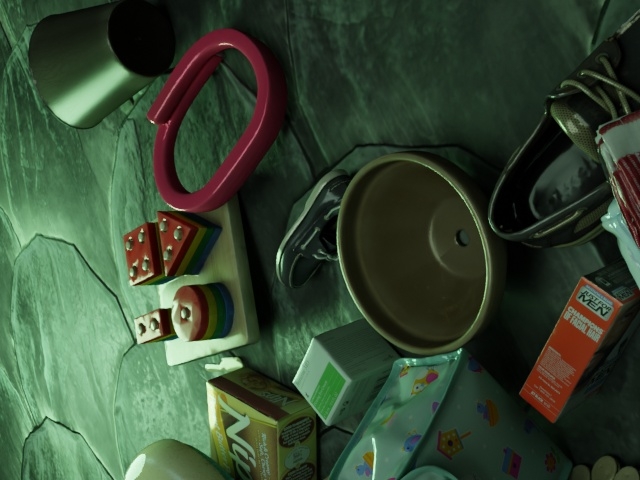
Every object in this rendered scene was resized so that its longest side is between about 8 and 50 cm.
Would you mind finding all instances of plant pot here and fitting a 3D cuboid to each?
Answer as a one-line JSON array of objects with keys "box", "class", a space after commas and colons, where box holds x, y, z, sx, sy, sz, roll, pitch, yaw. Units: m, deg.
[{"box": [0.138, 0.008, 1.057, 0.237, 0.110, 0.237, 16, 113, 44], "class": "plant pot"}]

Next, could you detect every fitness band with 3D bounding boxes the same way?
[{"box": [-0.161, -0.175, 1.333, 0.291, 0.054, 0.209, -51, 60, 26], "class": "fitness band"}]

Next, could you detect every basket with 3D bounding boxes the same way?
[{"box": [-0.357, -0.307, 1.479, 0.227, 0.154, 0.204, -10, 96, 45], "class": "basket"}]

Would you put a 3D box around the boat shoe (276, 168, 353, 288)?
[{"box": [0.000, 0.000, 1.234, 0.065, 0.075, 0.206, 49, 129, 30], "class": "boat shoe"}]

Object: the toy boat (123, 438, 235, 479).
[{"box": [-0.215, 0.479, 1.464, 0.268, 0.148, 0.318, 21, 111, 42], "class": "toy boat"}]

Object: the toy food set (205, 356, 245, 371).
[{"box": [-0.199, 0.137, 1.522, 0.132, 0.039, 0.192, -15, 91, 49], "class": "toy food set"}]

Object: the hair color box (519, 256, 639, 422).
[{"box": [0.283, 0.104, 0.939, 0.053, 0.093, 0.167, 40, 129, 32], "class": "hair color box"}]

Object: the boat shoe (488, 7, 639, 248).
[{"box": [0.283, -0.110, 0.842, 0.132, 0.130, 0.355, 50, 134, 25], "class": "boat shoe"}]

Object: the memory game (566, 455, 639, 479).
[{"box": [0.292, 0.324, 0.968, 0.186, 0.012, 0.186, -49, 22, 28], "class": "memory game"}]

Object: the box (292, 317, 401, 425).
[{"box": [0.036, 0.179, 1.229, 0.087, 0.102, 0.101, 48, 134, 29], "class": "box"}]

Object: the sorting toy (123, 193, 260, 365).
[{"box": [-0.223, 0.062, 1.451, 0.255, 0.089, 0.257, -22, 74, 49], "class": "sorting toy"}]

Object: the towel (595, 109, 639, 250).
[{"box": [0.396, 0.012, 0.731, 0.237, 0.037, 0.328, -22, 83, 10], "class": "towel"}]

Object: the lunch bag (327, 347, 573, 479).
[{"box": [0.135, 0.286, 0.981, 0.223, 0.262, 0.160, 47, 142, -18], "class": "lunch bag"}]

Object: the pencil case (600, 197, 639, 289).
[{"box": [0.363, 0.069, 0.817, 0.113, 0.124, 0.273, 126, 122, -72], "class": "pencil case"}]

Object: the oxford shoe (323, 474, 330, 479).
[{"box": [0.052, 0.530, 1.252, 0.141, 0.146, 0.396, -8, 93, 18], "class": "oxford shoe"}]

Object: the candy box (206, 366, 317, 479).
[{"box": [-0.093, 0.385, 1.447, 0.183, 0.088, 0.316, 18, 115, 45], "class": "candy box"}]
